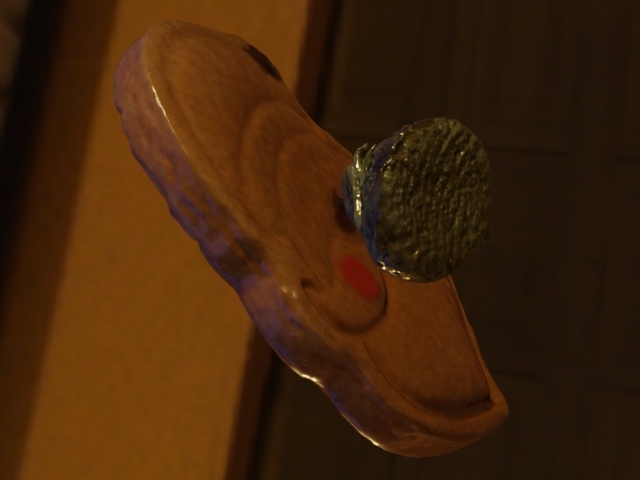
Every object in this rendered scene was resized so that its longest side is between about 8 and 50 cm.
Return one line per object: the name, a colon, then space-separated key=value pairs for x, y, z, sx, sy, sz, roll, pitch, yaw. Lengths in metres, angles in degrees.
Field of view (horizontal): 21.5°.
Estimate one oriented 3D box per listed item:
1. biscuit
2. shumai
biscuit: x=0.001 y=-0.001 z=1.428 sx=0.455 sy=0.078 sz=0.350 roll=48 pitch=-156 yaw=-9
shumai: x=0.052 y=-0.026 z=1.131 sx=0.124 sy=0.087 sz=0.099 roll=-37 pitch=-71 yaw=-42
